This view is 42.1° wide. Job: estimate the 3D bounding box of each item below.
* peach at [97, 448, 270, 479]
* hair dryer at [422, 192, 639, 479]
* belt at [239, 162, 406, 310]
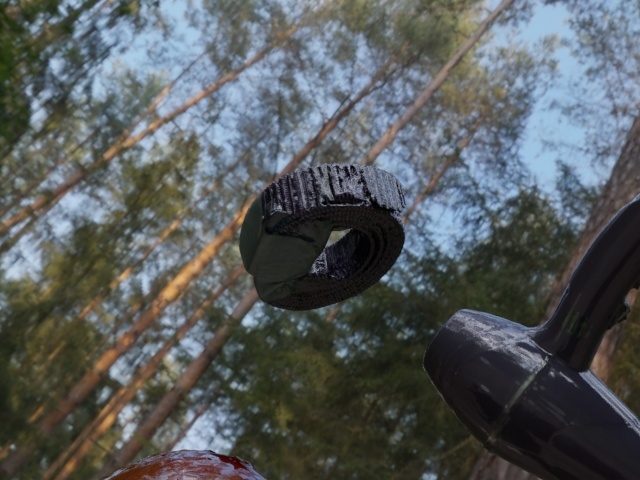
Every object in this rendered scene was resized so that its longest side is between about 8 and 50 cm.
[{"bbox_3d":[-0.115,0.370,0.582,0.335,0.310,0.405,13,-76,-13],"label":"peach"},{"bbox_3d":[0.280,0.070,0.703,0.301,0.121,0.361,35,-70,26],"label":"hair dryer"},{"bbox_3d":[0.000,0.000,1.383,0.260,0.122,0.325,1,-34,-21],"label":"belt"}]
